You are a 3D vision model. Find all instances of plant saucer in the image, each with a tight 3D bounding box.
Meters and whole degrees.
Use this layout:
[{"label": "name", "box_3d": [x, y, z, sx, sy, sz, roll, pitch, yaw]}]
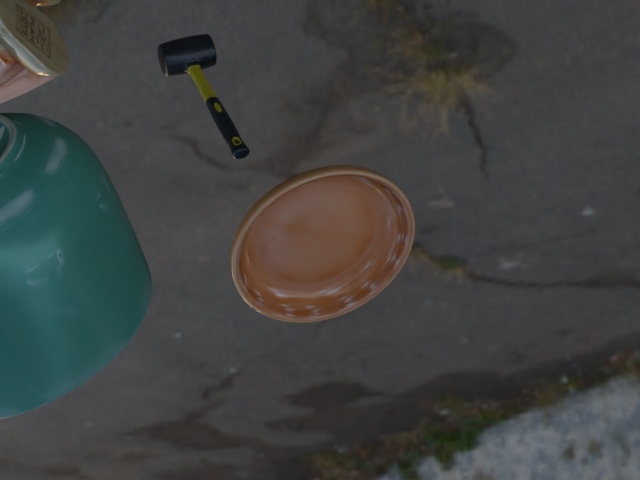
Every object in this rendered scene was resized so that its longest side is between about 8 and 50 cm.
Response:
[{"label": "plant saucer", "box_3d": [0.000, 0.000, 1.320, 0.199, 0.037, 0.200, -11, 131, -13]}]

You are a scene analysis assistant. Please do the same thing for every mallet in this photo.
[{"label": "mallet", "box_3d": [-0.109, -0.155, 1.346, 0.062, 0.190, 0.039, -22, 142, -21]}]

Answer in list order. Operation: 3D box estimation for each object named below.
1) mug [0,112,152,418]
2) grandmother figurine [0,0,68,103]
[{"label": "mug", "box_3d": [-0.159, -0.003, 0.582, 0.129, 0.157, 0.097, -31, 128, -15]}, {"label": "grandmother figurine", "box_3d": [-0.345, -0.093, 0.947, 0.342, 0.208, 0.104, -24, 137, 21]}]
